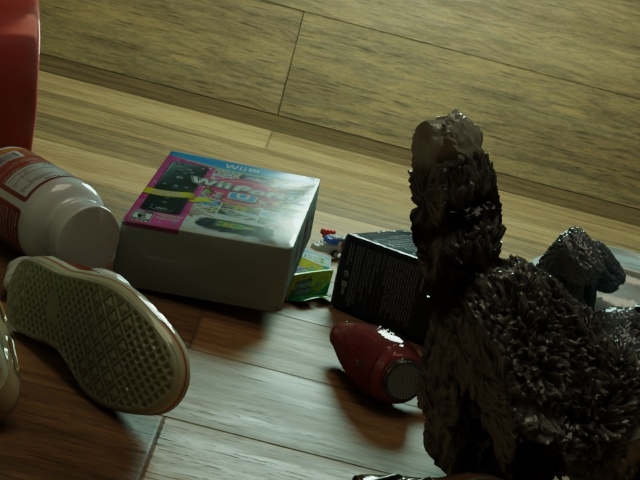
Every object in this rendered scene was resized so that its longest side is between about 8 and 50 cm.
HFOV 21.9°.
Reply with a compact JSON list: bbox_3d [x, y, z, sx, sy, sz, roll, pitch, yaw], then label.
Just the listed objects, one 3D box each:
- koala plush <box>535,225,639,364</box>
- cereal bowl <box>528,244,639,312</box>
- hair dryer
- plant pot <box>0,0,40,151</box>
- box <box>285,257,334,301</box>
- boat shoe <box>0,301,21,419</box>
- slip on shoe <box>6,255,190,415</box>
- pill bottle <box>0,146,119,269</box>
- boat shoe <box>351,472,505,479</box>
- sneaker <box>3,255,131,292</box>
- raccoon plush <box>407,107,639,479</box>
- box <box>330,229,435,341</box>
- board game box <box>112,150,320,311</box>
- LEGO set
[{"bbox_3d":[0.365,0.130,2.189,0.221,0.203,0.196,42,9,19],"label":"koala plush"},{"bbox_3d":[0.443,0.095,2.435,0.339,0.141,0.339,15,11,-3],"label":"cereal bowl"},{"bbox_3d":[0.125,0.170,1.939,0.293,0.080,0.223,27,0,25],"label":"hair dryer"},{"bbox_3d":[-0.575,-0.265,2.611,0.243,0.275,0.275,3,15,-15],"label":"plant pot"},{"bbox_3d":[-0.065,0.041,2.299,0.179,0.043,0.105,24,16,29],"label":"box"},{"bbox_3d":[-0.356,0.091,1.625,0.098,0.109,0.302,53,-6,-26],"label":"boat shoe"},{"bbox_3d":[-0.217,0.093,1.722,0.101,0.123,0.331,11,7,-36],"label":"slip on shoe"},{"bbox_3d":[-0.351,-0.034,2.108,0.121,0.121,0.216,4,17,-42],"label":"pill bottle"},{"bbox_3d":[0.057,0.237,1.389,0.104,0.111,0.307,26,16,38],"label":"boat shoe"},{"bbox_3d":[-0.297,0.060,1.930,0.152,0.054,0.061,8,21,-1],"label":"sneaker"},{"bbox_3d":[0.272,0.084,1.670,0.299,0.446,0.216,-5,6,-24],"label":"raccoon plush"},{"bbox_3d":[0.146,0.065,2.264,0.207,0.108,0.153,21,14,33],"label":"box"},{"bbox_3d":[-0.132,-0.016,2.211,0.224,0.097,0.303,11,19,3],"label":"board game box"},{"bbox_3d":[0.000,0.000,2.535,0.182,0.060,0.244,18,12,-1],"label":"LEGO set"}]
